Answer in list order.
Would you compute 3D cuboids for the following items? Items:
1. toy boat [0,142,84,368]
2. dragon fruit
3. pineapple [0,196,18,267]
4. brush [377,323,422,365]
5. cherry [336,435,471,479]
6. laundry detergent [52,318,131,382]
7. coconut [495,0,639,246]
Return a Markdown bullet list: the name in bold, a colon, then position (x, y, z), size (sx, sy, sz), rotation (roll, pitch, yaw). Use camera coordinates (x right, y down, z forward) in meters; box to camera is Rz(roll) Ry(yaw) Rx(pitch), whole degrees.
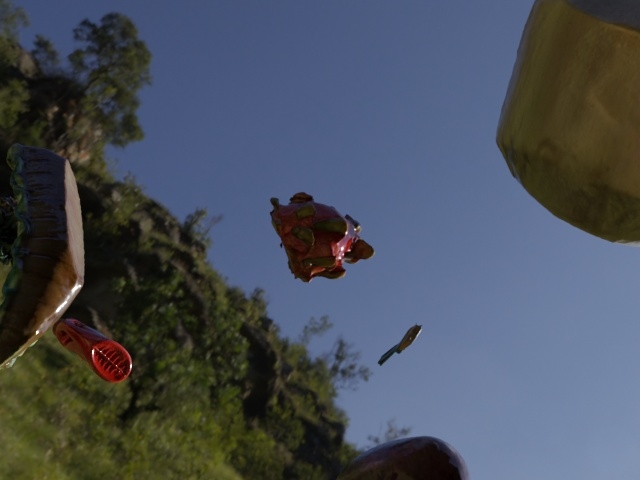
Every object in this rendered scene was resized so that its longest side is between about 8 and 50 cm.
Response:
- **toy boat**: position (-0.294, 0.017, 0.879), size (0.099, 0.293, 0.109), rotation (-7, -39, 0)
- **dragon fruit**: position (0.000, 0.000, 1.379), size (0.207, 0.133, 0.150), rotation (14, -44, -32)
- **pineapple**: position (-0.419, -0.012, 1.155), size (0.103, 0.221, 0.083), rotation (18, -88, -24)
- **brush**: position (0.131, 0.186, 1.466), size (0.014, 0.051, 0.164), rotation (38, -29, 2)
- **cherry**: position (0.105, 0.308, 1.021), size (0.176, 0.140, 0.176), rotation (-11, -27, -6)
- **laundry detergent**: position (-0.334, 0.142, 1.193), size (0.165, 0.049, 0.097), rotation (18, -30, 45)
- **coconut**: position (0.347, -0.168, 0.924), size (0.328, 0.329, 0.329), rotation (9, -55, 14)
